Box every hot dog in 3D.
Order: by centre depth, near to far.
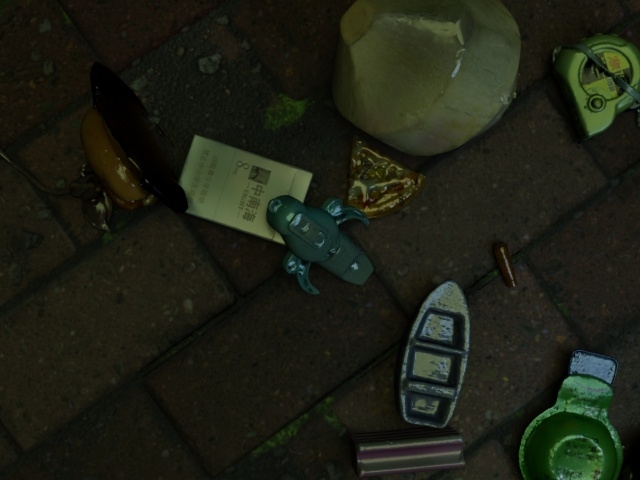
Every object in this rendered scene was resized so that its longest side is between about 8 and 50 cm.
[{"bbox_3d":[-0.364,-0.163,1.425,0.107,0.194,0.326,-36,48,14],"label":"hot dog"}]

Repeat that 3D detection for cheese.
[{"bbox_3d":[0.495,0.373,1.488,0.203,0.083,0.321,14,88,-1],"label":"cheese"}]

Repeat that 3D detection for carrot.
[{"bbox_3d":[0.367,0.047,1.530,0.032,0.032,0.093,-18,92,-5],"label":"carrot"}]

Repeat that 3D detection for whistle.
[{"bbox_3d":[0.000,0.000,1.436,0.274,0.093,0.186,38,87,-35],"label":"whistle"}]

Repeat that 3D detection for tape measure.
[{"bbox_3d":[0.554,-0.318,1.532,0.175,0.106,0.200,-24,85,10],"label":"tape measure"}]

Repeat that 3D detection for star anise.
[{"bbox_3d":[-0.511,-0.108,1.441,0.227,0.148,0.219,-9,84,6],"label":"star anise"}]

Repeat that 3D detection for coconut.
[{"bbox_3d":[0.180,-0.329,1.411,0.352,0.352,0.353,0,86,-4],"label":"coconut"}]

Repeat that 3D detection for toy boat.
[{"bbox_3d":[0.218,0.213,1.484,0.127,0.078,0.283,12,85,-2],"label":"toy boat"}]

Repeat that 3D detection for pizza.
[{"bbox_3d":[0.115,-0.134,1.522,0.184,0.036,0.176,-15,87,-5],"label":"pizza"}]

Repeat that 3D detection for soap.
[{"bbox_3d":[0.159,0.394,1.446,0.203,0.122,0.066,-5,85,-3],"label":"soap"}]

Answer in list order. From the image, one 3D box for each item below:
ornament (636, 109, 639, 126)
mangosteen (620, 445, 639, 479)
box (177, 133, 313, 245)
[{"bbox_3d":[0.669,-0.262,1.567,0.092,0.041,0.069,17,88,-13],"label":"ornament"},{"bbox_3d":[0.683,0.467,1.446,0.216,0.216,0.216,0,86,-4],"label":"mangosteen"},{"bbox_3d":[-0.149,-0.093,1.487,0.242,0.067,0.155,19,87,-2],"label":"box"}]
